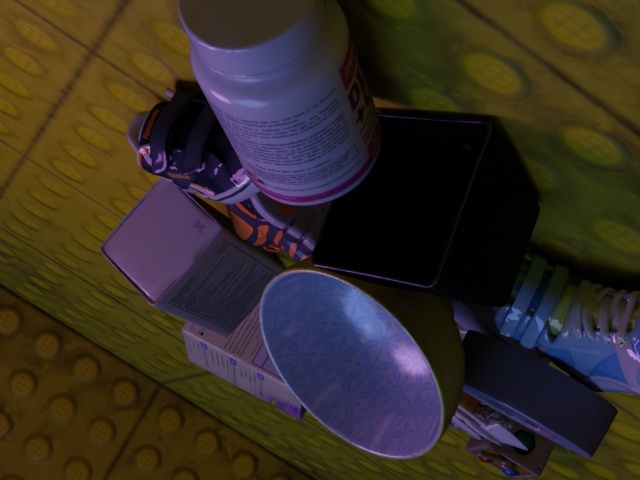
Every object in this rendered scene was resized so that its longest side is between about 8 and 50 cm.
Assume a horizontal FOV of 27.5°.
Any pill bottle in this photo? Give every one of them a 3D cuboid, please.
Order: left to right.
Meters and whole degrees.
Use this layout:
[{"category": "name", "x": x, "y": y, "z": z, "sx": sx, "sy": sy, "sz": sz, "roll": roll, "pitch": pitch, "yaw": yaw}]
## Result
[{"category": "pill bottle", "x": -0.038, "y": -0.167, "z": 1.325, "sx": 0.160, "sy": 0.160, "sz": 0.283, "roll": 22, "pitch": 161, "yaw": 23}]

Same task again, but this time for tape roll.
[{"category": "tape roll", "x": 0.272, "y": 0.199, "z": 1.697, "sx": 0.219, "sy": 0.072, "sz": 0.219, "roll": 29, "pitch": 175, "yaw": 3}]

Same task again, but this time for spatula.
[{"category": "spatula", "x": 0.205, "y": 0.259, "z": 2.068, "sx": 0.242, "sy": 0.019, "sz": 0.168, "roll": 39, "pitch": 168, "yaw": -20}]

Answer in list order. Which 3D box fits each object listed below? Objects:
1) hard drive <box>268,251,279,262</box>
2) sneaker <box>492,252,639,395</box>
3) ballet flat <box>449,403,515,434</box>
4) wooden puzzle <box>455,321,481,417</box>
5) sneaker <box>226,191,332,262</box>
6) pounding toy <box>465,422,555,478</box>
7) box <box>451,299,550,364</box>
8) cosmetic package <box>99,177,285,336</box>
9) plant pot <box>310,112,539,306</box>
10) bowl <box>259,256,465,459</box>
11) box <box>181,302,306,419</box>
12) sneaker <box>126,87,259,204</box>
[{"category": "hard drive", "x": -0.120, "y": 0.079, "z": 2.293, "sx": 0.203, "sy": 0.040, "sz": 0.307, "roll": 19, "pitch": 159, "yaw": 29}, {"category": "sneaker", "x": 0.314, "y": 0.089, "z": 1.533, "sx": 0.208, "sy": 0.127, "sz": 0.319, "roll": 31, "pitch": 161, "yaw": -9}, {"category": "ballet flat", "x": 0.238, "y": 0.285, "z": 2.271, "sx": 0.241, "sy": 0.091, "sz": 0.077, "roll": 3, "pitch": 118, "yaw": 46}, {"category": "wooden puzzle", "x": 0.146, "y": 0.178, "z": 2.092, "sx": 0.348, "sy": 0.080, "sz": 0.322, "roll": 17, "pitch": 158, "yaw": 32}, {"category": "sneaker", "x": 0.000, "y": 0.000, "z": 1.814, "sx": 0.321, "sy": 0.124, "sz": 0.180, "roll": 46, "pitch": 162, "yaw": -15}, {"category": "pounding toy", "x": 0.324, "y": 0.367, "z": 2.292, "sx": 0.130, "sy": 0.100, "sz": 0.141, "roll": 31, "pitch": 162, "yaw": -7}, {"category": "box", "x": 0.195, "y": 0.069, "z": 1.754, "sx": 0.324, "sy": 0.063, "sz": 0.067, "roll": 39, "pitch": 160, "yaw": -27}, {"category": "cosmetic package", "x": -0.183, "y": 0.030, "z": 1.942, "sx": 0.129, "sy": 0.153, "sz": 0.296, "roll": 43, "pitch": 180, "yaw": 20}, {"category": "plant pot", "x": 0.133, "y": -0.019, "z": 1.453, "sx": 0.188, "sy": 0.187, "sz": 0.167, "roll": 10, "pitch": 165, "yaw": 45}, {"category": "bowl", "x": 0.079, "y": 0.116, "z": 1.652, "sx": 0.289, "sy": 0.156, "sz": 0.289, "roll": 27, "pitch": 138, "yaw": 27}, {"category": "box", "x": -0.111, "y": 0.195, "z": 2.336, "sx": 0.243, "sy": 0.117, "sz": 0.213, "roll": 28, "pitch": 161, "yaw": 8}, {"category": "sneaker", "x": -0.155, "y": -0.123, "z": 1.673, "sx": 0.127, "sy": 0.126, "sz": 0.321, "roll": 32, "pitch": 164, "yaw": -25}]
